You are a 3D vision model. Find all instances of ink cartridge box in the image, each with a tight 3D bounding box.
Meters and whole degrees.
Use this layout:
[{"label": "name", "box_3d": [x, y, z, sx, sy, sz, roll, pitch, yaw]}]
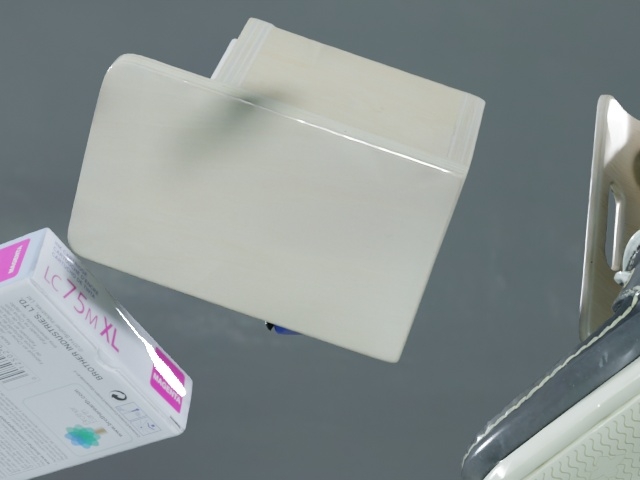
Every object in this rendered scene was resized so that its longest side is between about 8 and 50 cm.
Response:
[{"label": "ink cartridge box", "box_3d": [-0.274, 0.110, 1.345, 0.311, 0.186, 0.065, -21, 38, 25]}]

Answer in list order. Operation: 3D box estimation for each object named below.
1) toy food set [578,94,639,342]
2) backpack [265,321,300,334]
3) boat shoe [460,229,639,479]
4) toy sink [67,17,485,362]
[{"label": "toy food set", "box_3d": [0.340, -0.024, 1.251, 0.306, 0.092, 0.220, -5, 54, 21]}, {"label": "backpack", "box_3d": [0.000, 0.000, 1.340, 0.101, 0.120, 0.098, -23, -12, 16]}, {"label": "boat shoe", "box_3d": [0.140, 0.025, 0.627, 0.233, 0.084, 0.079, -37, 44, -8]}, {"label": "toy sink", "box_3d": [-0.028, -0.046, 1.191, 0.234, 0.153, 0.131, 18, 30, 1]}]
